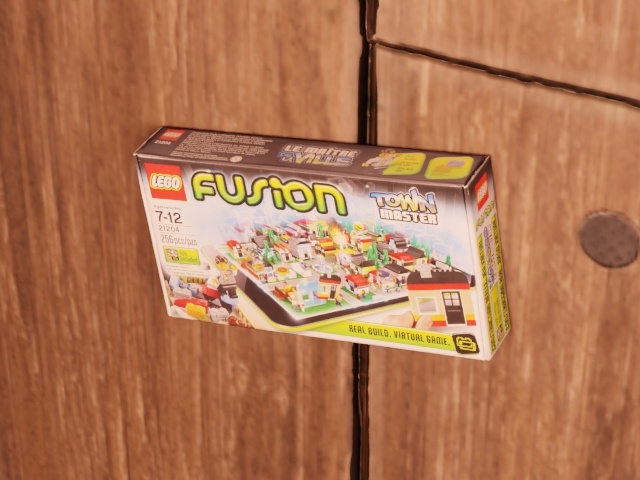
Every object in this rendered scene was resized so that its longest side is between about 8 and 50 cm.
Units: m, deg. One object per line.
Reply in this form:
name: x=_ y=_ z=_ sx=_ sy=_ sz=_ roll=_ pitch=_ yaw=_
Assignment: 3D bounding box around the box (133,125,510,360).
box: x=0.000 y=0.000 z=1.065 sx=0.207 sy=0.036 sz=0.114 roll=6 pitch=124 yaw=26
